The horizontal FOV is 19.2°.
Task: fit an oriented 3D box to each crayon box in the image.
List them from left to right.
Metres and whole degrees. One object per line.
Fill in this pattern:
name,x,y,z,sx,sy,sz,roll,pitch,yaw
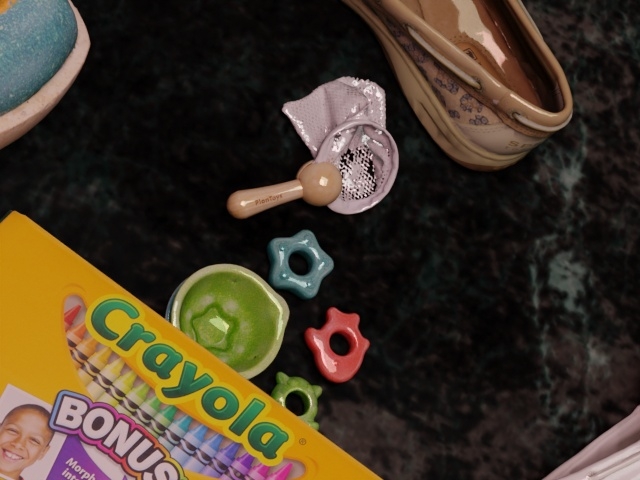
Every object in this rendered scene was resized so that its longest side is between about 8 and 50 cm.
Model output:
crayon box,-0.106,0.131,0.970,0.278,0.081,0.165,35,64,13

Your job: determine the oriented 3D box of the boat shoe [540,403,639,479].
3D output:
boat shoe,0.238,0.103,1.158,0.258,0.095,0.084,-38,96,-27

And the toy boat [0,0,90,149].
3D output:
toy boat,-0.239,-0.076,0.945,0.268,0.148,0.318,3,54,-20

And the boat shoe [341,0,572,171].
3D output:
boat shoe,0.058,-0.177,1.162,0.104,0.089,0.285,-39,92,-25

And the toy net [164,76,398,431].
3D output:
toy net,0.000,0.000,1.116,0.122,0.045,0.232,34,66,-10
